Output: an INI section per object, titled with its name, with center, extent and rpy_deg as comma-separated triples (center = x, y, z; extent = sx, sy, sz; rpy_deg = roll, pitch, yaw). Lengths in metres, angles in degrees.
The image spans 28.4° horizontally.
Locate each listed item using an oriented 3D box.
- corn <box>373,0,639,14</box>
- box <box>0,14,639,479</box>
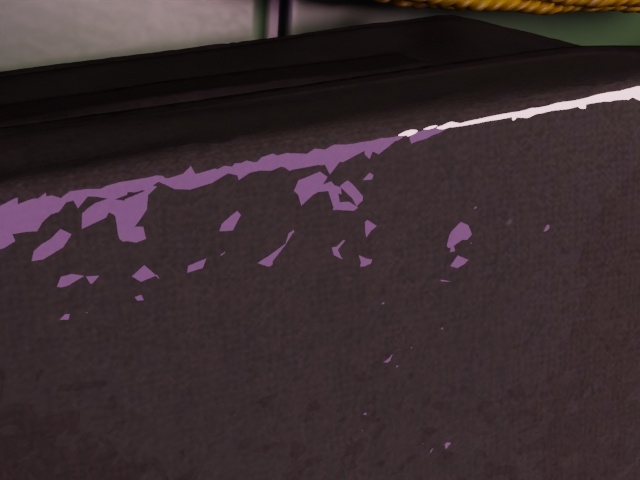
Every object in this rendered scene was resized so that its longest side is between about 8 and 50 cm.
[corn]
center = 0.092, -0.167, 0.638
extent = 0.318, 0.115, 0.115
rpy_deg = -2, 102, -30
[box]
center = -0.037, 0.055, 0.531
extent = 0.345, 0.204, 0.251
rpy_deg = -10, 108, -20
